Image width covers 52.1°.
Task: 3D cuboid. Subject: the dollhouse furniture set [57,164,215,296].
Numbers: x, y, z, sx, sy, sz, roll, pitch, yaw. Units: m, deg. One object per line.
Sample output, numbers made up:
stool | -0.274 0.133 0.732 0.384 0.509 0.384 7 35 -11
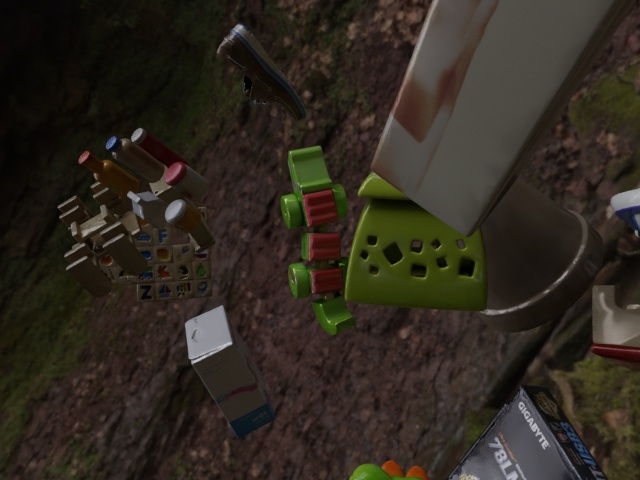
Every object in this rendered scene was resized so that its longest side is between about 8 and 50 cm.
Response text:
dollhouse furniture set | -0.355 -0.013 1.263 0.242 0.212 0.161 -31 -47 -2

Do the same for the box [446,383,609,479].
box | 0.367 0.458 1.138 0.293 0.073 0.295 -66 30 32

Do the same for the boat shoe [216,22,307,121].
boat shoe | -0.093 -0.251 1.038 0.066 0.183 0.066 -42 28 0

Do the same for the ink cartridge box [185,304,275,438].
ink cartridge box | -0.104 0.149 0.753 0.052 0.122 0.088 -27 28 -4

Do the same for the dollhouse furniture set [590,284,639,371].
dollhouse furniture set | 0.463 0.168 0.695 0.201 0.374 0.152 -4 69 49

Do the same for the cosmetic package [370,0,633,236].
cosmetic package | 0.163 -0.161 0.568 0.153 0.129 0.296 -44 -16 -35

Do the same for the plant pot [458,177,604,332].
plant pot | 0.406 -0.009 1.448 0.323 0.280 0.323 -39 20 17

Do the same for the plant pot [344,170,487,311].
plant pot | 0.165 -0.016 1.099 0.228 0.227 0.207 -50 -38 -77

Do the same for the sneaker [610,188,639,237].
sneaker | 0.623 0.014 1.118 0.323 0.130 0.236 128 129 -85

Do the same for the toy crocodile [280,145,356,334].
toy crocodile | 0.000 0.000 1.183 0.105 0.115 0.340 -173 76 -75

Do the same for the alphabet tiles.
alphabet tiles | -0.358 0.032 1.408 0.009 0.237 0.198 133 133 -80

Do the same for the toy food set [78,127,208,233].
toy food set | -0.265 -0.098 0.992 0.111 0.232 0.104 -55 -46 -4

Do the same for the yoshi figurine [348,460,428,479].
yoshi figurine | 0.177 0.503 1.005 0.203 0.362 0.203 -64 -15 16
